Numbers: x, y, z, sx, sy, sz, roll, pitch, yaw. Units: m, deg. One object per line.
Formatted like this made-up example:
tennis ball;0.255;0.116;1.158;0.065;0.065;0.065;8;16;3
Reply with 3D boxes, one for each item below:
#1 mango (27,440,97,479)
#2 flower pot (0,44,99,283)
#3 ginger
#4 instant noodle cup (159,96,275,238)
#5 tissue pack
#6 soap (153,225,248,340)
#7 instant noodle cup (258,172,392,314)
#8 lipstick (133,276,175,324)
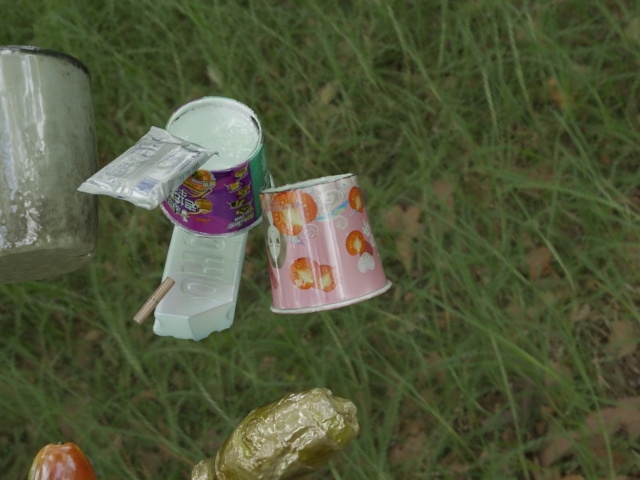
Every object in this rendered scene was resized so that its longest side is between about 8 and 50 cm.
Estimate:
mango;-0.534;0.565;2.048;0.146;0.289;0.129;-20;21;-22
flower pot;-0.501;-0.112;1.579;0.294;0.293;0.330;-19;74;26
ginger;-0.065;0.268;1.236;0.263;0.109;0.116;-40;0;36
instant noodle cup;-0.211;-0.158;1.947;0.251;0.190;0.251;2;55;-3
tissue pack;-0.241;-0.105;1.381;0.123;0.026;0.193;16;36;19
soap;-0.268;0.082;2.196;0.173;0.095;0.289;10;52;-3
instant noodle cup;0.000;0.000;1.851;0.243;0.231;0.243;-11;7;1
lipstick;-0.280;0.102;1.628;0.019;0.019;0.094;14;59;45
